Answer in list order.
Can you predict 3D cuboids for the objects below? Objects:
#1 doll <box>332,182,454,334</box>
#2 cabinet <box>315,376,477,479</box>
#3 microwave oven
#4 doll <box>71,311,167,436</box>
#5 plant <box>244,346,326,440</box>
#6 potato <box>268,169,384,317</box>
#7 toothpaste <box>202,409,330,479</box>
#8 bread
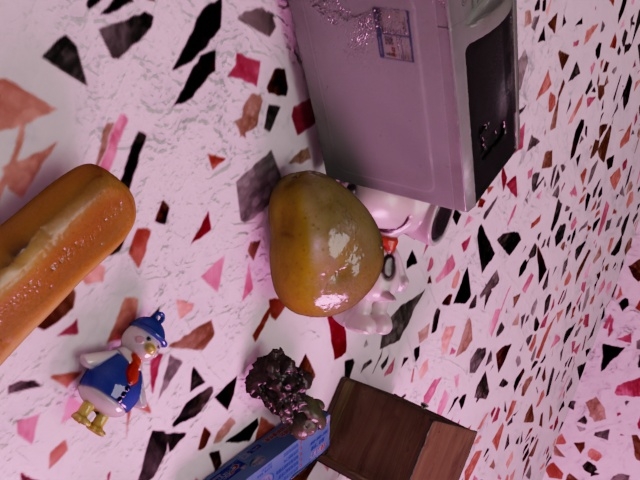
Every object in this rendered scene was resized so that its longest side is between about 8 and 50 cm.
[{"bbox_3d":[0.110,-0.007,1.169,0.208,0.144,0.272,-15,117,-28],"label":"doll"},{"bbox_3d":[0.126,0.329,1.307,0.215,0.174,0.148,32,80,-56],"label":"cabinet"},{"bbox_3d":[0.112,-0.218,0.945,0.181,0.237,0.295,-48,140,-33],"label":"microwave oven"},{"bbox_3d":[-0.205,0.133,0.834,0.099,0.057,0.143,53,56,-35],"label":"doll"},{"bbox_3d":[-0.039,0.216,1.079,0.085,0.087,0.174,-31,129,-1],"label":"plant"},{"bbox_3d":[0.000,0.000,0.999,0.157,0.157,0.194,-43,125,-36],"label":"potato"},{"bbox_3d":[-0.087,0.320,1.105,0.272,0.053,0.066,-27,123,-46],"label":"toothpaste"},{"bbox_3d":[-0.259,0.030,0.679,0.239,0.073,0.093,-50,140,-30],"label":"bread"}]
